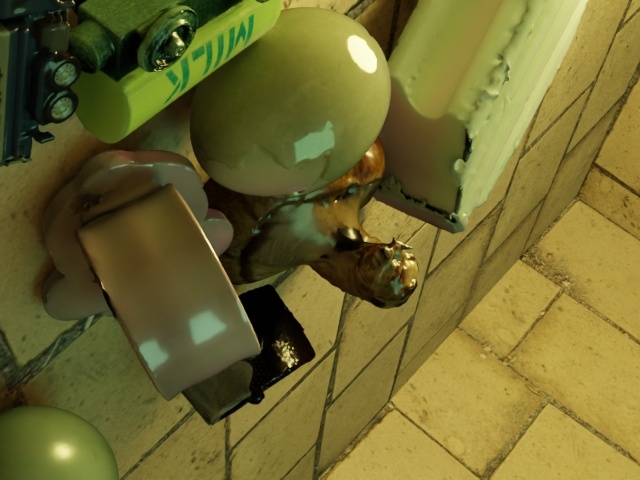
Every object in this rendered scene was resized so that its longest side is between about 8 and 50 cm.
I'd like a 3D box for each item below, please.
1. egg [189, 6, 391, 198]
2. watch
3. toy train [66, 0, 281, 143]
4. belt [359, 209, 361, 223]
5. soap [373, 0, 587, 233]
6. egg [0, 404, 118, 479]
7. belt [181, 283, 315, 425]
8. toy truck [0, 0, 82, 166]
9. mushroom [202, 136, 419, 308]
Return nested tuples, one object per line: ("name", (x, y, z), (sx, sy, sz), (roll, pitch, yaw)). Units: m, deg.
("egg", (-0.039, -0.134, 1.050), (0.217, 0.183, 0.183), (-30, 152, -36))
("watch", (-0.160, 0.052, 1.007), (0.211, 0.217, 0.248), (-26, 151, -10))
("toy train", (-0.117, -0.185, 0.888), (0.253, 0.105, 0.157), (-45, 165, -37))
("belt", (0.027, -0.043, 1.517), (0.072, 0.087, 0.302), (-52, 163, -22))
("soap", (0.211, -0.243, 1.362), (0.446, 0.156, 0.261), (-63, 160, -5))
("egg", (-0.309, 0.266, 1.143), (0.168, 0.168, 0.231), (-51, 165, -6))
("belt", (-0.114, 0.140, 1.381), (0.184, 0.164, 0.289), (-30, 174, -11))
("toy truck", (-0.229, -0.142, 0.758), (0.088, 0.074, 0.202), (-25, 149, -38))
("mushroom", (-0.031, -0.021, 1.243), (0.267, 0.254, 0.267), (-6, 155, -3))
